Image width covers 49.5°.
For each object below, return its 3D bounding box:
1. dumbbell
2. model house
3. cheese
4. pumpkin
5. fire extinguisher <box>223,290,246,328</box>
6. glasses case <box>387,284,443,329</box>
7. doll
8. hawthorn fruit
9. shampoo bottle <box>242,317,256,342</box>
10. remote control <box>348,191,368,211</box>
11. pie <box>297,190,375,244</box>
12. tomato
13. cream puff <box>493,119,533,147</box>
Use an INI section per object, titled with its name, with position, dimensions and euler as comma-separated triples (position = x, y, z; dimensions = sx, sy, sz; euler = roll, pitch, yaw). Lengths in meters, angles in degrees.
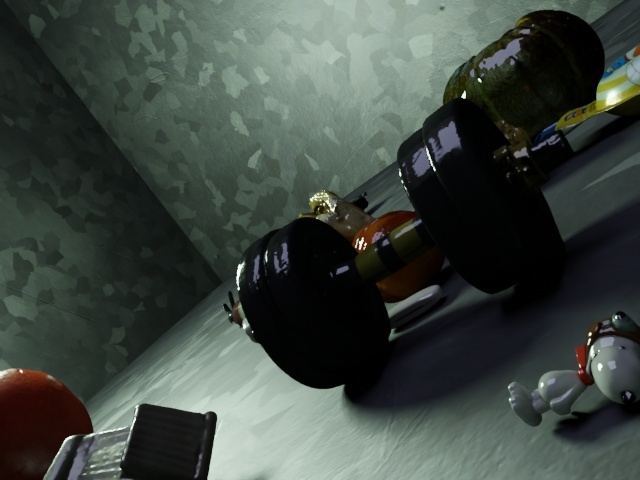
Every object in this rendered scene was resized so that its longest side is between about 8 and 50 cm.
[dumbbell]
position = 0.074, 0.012, 0.697
dimensions = 0.388, 0.185, 0.185
euler = -35, 6, 27
[model house]
position = -0.196, 0.260, 0.707
dimensions = 0.188, 0.122, 0.229
euler = -22, 25, 21
[cheese]
position = 0.408, -0.202, 0.934
dimensions = 0.270, 0.069, 0.177
euler = -34, 6, 33
[pumpkin]
position = 0.375, -0.296, 1.303
dimensions = 0.320, 0.192, 0.320
euler = -37, 7, 6
[fire extinguisher]
position = -0.144, 0.134, 1.528
dimensions = 0.071, 0.099, 0.231
euler = -14, -11, -42
[glasses case]
position = 0.104, 0.077, 0.792
dimensions = 0.083, 0.021, 0.032
euler = -35, 4, 25
[doll]
position = 0.153, 0.077, 0.400
dimensions = 0.085, 0.040, 0.058
euler = -31, 18, 45
[hawthorn fruit]
position = 0.096, 0.019, 0.877
dimensions = 0.128, 0.128, 0.128
euler = -37, 5, 4
[shampoo bottle]
position = -0.042, 0.106, 1.310
dimensions = 0.227, 0.056, 0.086
euler = -37, 3, 5
[remote control]
position = 0.000, 0.000, 1.925
dimensions = 0.399, 0.062, 0.144
euler = -43, 7, -39
[pie]
position = 0.049, 0.000, 1.068
dimensions = 0.084, 0.178, 0.205
euler = -55, 8, -9
[tomato]
position = -0.553, 0.387, 1.233
dimensions = 0.298, 0.299, 0.226
euler = -39, 39, -15
[cream puff]
position = 0.247, -0.107, 0.983
dimensions = 0.119, 0.104, 0.133
euler = -13, -29, -41
